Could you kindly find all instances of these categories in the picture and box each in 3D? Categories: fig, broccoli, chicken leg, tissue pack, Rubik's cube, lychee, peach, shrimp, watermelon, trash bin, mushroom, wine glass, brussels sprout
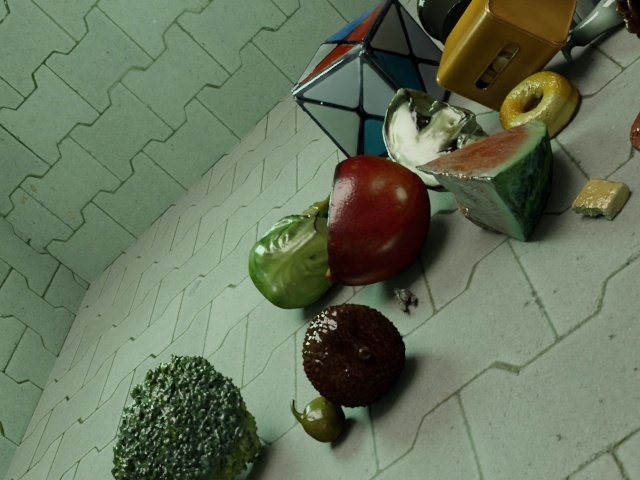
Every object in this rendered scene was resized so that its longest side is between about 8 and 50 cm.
[{"bbox_3d":[-0.004,0.322,1.502,0.082,0.098,0.084,123,145,-69],"label":"fig"},{"bbox_3d":[-0.243,0.421,1.662,0.249,0.302,0.376,-8,68,29],"label":"broccoli"},{"bbox_3d":[-0.002,-0.083,2.305,0.178,0.070,0.093,-50,13,-27],"label":"chicken leg"},{"bbox_3d":[0.397,-0.427,1.812,0.274,0.194,0.145,124,165,-64],"label":"tissue pack"},{"bbox_3d":[0.155,-0.429,2.277,0.305,0.310,0.307,-26,28,39],"label":"Rubik's cube"},{"bbox_3d":[0.057,0.206,1.483,0.194,0.194,0.194,-40,21,19],"label":"lychee"},{"bbox_3d":[0.106,-0.031,1.728,0.245,0.248,0.275,1,60,37],"label":"peach"},{"bbox_3d":[0.168,0.113,1.642,0.038,0.029,0.092,-35,28,10],"label":"shrimp"},{"bbox_3d":[0.321,-0.123,1.521,0.231,0.193,0.310,-33,24,32],"label":"watermelon"},{"bbox_3d":[0.388,-0.643,2.330,0.214,0.214,0.334,-42,25,15],"label":"trash bin"},{"bbox_3d":[0.268,-0.210,1.848,0.267,0.164,0.190,31,105,36],"label":"mushroom"},{"bbox_3d":[0.582,-0.455,1.789,0.155,0.072,0.072,-40,21,23],"label":"wine glass"},{"bbox_3d":[-0.054,0.047,1.972,0.244,0.244,0.244,-40,21,19],"label":"brussels sprout"}]

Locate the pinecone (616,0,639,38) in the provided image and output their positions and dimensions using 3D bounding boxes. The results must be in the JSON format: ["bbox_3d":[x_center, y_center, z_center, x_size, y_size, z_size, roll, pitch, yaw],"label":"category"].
[{"bbox_3d":[0.649,-0.462,1.521,0.212,0.168,0.186,-23,60,27],"label":"pinecone"}]

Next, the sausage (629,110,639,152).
[{"bbox_3d":[0.558,-0.200,1.364,0.141,0.076,0.076,-54,21,-17],"label":"sausage"}]

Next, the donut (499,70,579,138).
[{"bbox_3d":[0.446,-0.277,1.727,0.174,0.074,0.190,-37,23,26],"label":"donut"}]

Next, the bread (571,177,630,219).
[{"bbox_3d":[0.462,-0.070,1.370,0.070,0.035,0.083,-53,27,-14],"label":"bread"}]

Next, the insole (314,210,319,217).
[{"bbox_3d":[-0.039,0.005,2.129,0.080,0.003,0.232,-56,-8,-39],"label":"insole"}]

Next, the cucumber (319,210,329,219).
[{"bbox_3d":[0.000,0.000,2.127,0.115,0.062,0.116,-62,-3,-34],"label":"cucumber"}]

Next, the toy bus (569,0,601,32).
[{"bbox_3d":[0.636,-0.627,1.968,0.138,0.097,0.343,-1,48,55],"label":"toy bus"}]
